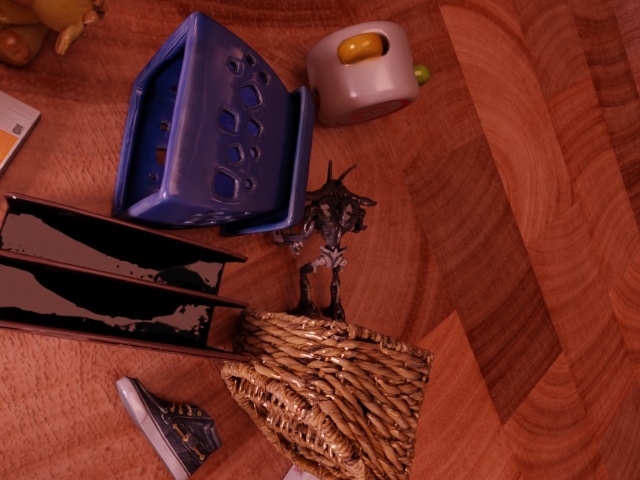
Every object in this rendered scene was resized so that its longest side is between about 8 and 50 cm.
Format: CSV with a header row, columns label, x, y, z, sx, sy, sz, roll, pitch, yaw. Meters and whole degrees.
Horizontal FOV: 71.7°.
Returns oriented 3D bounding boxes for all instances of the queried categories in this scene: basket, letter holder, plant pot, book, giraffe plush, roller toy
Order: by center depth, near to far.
label,x,y,z,sx,sy,sz,roll,pitch,yaw
giraffe plush,-0.337,-0.293,0.519,0.210,0.171,0.181,-25,128,-48
book,-0.436,-0.126,0.550,0.096,0.035,0.144,30,69,-24
letter holder,-0.239,0.053,0.551,0.302,0.215,0.151,18,76,-31
basket,-0.027,0.226,0.621,0.214,0.299,0.222,24,73,-30
plant pot,-0.144,-0.124,0.627,0.212,0.236,0.235,14,77,-37
roller toy,0.072,-0.301,0.804,0.210,0.191,0.146,-19,96,-45

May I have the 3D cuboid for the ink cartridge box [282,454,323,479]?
label,x,y,z,sx,sy,sz,roll,pitch,yaw
ink cartridge box,-0.002,0.411,0.769,0.122,0.052,0.088,-49,111,-26

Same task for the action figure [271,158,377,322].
label,x,y,z,sx,sy,sz,roll,pitch,yaw
action figure,0.000,0.000,0.764,0.164,0.141,0.275,2,100,-31

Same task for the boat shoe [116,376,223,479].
label,x,y,z,sx,sy,sz,roll,pitch,yaw
boat shoe,-0.216,0.254,0.642,0.083,0.065,0.183,-35,110,-33
